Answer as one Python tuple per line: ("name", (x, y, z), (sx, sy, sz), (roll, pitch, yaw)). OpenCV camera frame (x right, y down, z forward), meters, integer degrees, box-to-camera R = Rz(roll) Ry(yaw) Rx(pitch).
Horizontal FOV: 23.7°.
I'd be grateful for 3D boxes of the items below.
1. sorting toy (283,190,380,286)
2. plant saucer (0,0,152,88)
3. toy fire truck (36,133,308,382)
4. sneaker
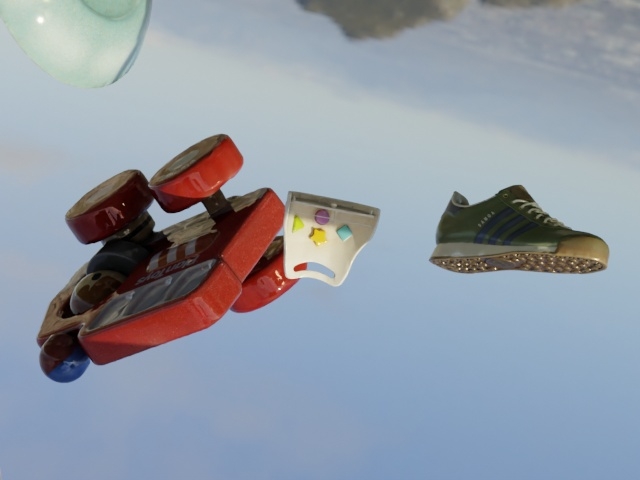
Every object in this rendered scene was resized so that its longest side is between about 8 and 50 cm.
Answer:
("sorting toy", (0.000, 0.000, 1.309), (0.083, 0.075, 0.045), (11, -176, -16))
("plant saucer", (-0.183, -0.217, 1.184), (0.037, 0.195, 0.195), (-11, 171, 32))
("toy fire truck", (-0.175, 0.040, 1.556), (0.302, 0.169, 0.254), (-20, -159, 34))
("sneaker", (0.194, -0.016, 1.484), (0.192, 0.086, 0.064), (-1, 160, 38))
